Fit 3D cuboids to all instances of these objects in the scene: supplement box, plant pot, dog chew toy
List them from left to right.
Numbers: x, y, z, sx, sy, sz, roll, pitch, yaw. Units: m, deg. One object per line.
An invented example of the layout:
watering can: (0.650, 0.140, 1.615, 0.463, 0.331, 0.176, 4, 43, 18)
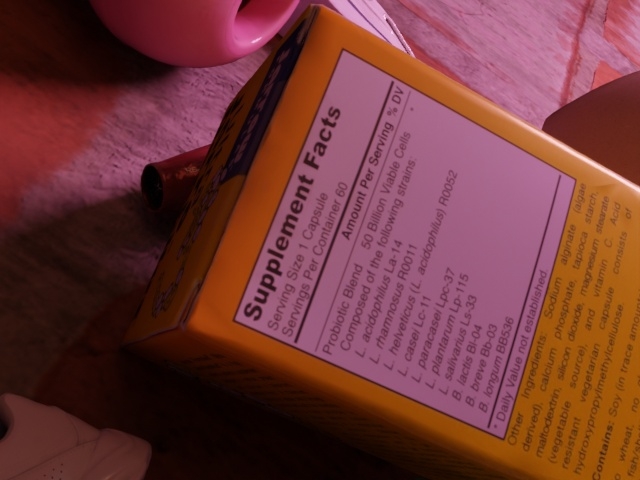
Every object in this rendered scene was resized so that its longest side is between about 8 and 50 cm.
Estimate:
dog chew toy: (-0.166, -0.300, 0.715, 0.332, 0.206, 0.206, 40, 40, 12)
supplement box: (0.083, 0.047, 0.536, 0.357, 0.195, 0.194, 26, 71, -15)
plant pot: (0.311, -0.048, 0.816, 0.191, 0.284, 0.284, 9, 37, 19)

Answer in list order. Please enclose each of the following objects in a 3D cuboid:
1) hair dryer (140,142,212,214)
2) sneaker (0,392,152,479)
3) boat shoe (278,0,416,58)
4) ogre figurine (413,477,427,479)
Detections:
hair dryer: (0.000, 0.000, 0.650, 0.294, 0.080, 0.223, 26, 43, -15)
sneaker: (-0.176, 0.164, 0.380, 0.115, 0.090, 0.232, 29, 32, -2)
boat shoe: (0.005, -0.247, 0.879, 0.258, 0.095, 0.084, 52, 37, -2)
ogre figurine: (0.049, 0.201, 0.464, 0.096, 0.197, 0.118, 68, 24, -8)
